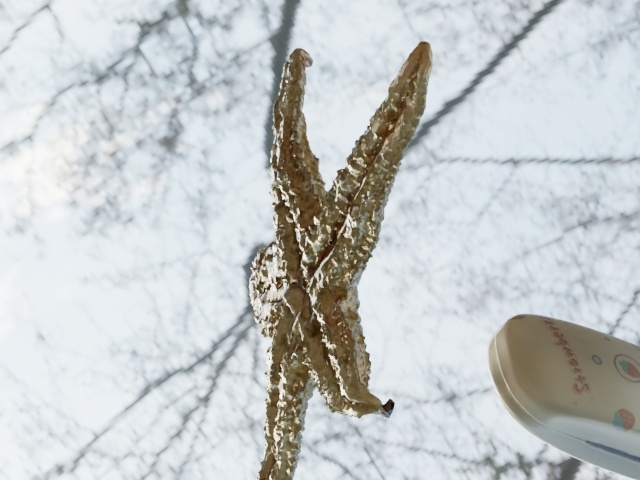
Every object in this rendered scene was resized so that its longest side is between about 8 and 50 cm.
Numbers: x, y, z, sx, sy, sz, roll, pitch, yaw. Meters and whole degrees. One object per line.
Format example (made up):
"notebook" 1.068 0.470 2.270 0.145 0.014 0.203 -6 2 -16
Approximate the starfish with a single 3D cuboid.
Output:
"starfish" -0.006 -0.001 0.785 0.048 0.295 0.231 3 -143 -17

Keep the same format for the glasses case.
"glasses case" 0.182 0.099 0.870 0.051 0.204 0.081 -47 -143 35
